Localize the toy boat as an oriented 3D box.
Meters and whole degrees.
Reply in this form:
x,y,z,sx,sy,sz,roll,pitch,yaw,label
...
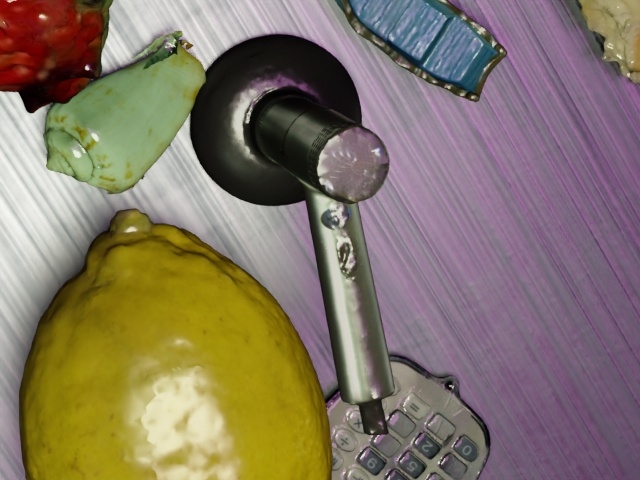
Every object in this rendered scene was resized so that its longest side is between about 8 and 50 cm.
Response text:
x,y,z,sx,sy,sz,roll,pitch,yaw,label
0.081,-0.196,1.775,0.185,0.077,0.075,34,91,-16,toy boat

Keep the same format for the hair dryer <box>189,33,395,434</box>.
x,y,z,sx,sy,sz,roll,pitch,yaw,label
-0.019,-0.002,1.681,0.156,0.320,0.284,3,108,-13,hair dryer

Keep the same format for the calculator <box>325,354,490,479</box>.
x,y,z,sx,sy,sz,roll,pitch,yaw,label
0.043,0.232,1.857,0.177,0.040,0.268,42,88,-16,calculator

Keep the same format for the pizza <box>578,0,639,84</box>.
x,y,z,sx,sy,sz,roll,pitch,yaw,label
0.302,-0.394,1.754,0.392,0.080,0.435,31,90,-30,pizza

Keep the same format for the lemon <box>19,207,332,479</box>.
x,y,z,sx,sy,sz,roll,pitch,yaw,label
-0.128,0.156,1.688,0.285,0.285,0.316,-40,125,-4,lemon

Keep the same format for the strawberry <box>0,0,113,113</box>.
x,y,z,sx,sy,sz,roll,pitch,yaw,label
-0.272,-0.283,1.577,0.310,0.292,0.291,31,91,-32,strawberry

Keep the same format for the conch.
x,y,z,sx,sy,sz,roll,pitch,yaw,label
-0.165,-0.104,1.739,0.170,0.079,0.105,-37,120,-11,conch
